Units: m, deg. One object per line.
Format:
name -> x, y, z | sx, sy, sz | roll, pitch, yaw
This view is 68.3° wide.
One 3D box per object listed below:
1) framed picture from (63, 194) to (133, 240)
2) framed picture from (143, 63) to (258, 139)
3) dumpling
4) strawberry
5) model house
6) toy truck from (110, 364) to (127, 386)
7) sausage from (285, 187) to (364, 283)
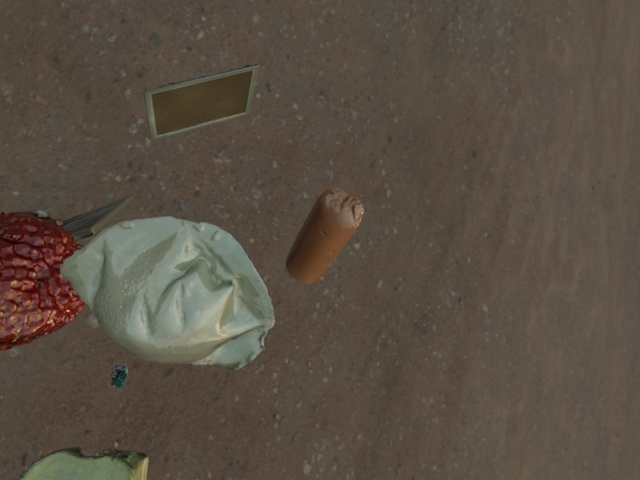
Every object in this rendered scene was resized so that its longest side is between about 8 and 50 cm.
framed picture -> -0.769, -0.034, 1.449 | 0.247, 0.335, 0.022 | -77, 146, -61
framed picture -> -0.288, -0.336, 1.147 | 0.274, 0.217, 0.017 | -21, 79, -22
dumpling -> -0.136, 0.046, 0.455 | 0.181, 0.111, 0.155 | 27, 111, -42
strawberry -> -0.631, 0.096, 0.933 | 0.343, 0.292, 0.292 | -79, 150, -66
model house -> -0.652, 0.689, 1.337 | 0.321, 0.266, 0.261 | 7, 83, -5
toy truck -> -0.639, 0.430, 1.502 | 0.044, 0.083, 0.039 | 6, 109, -9
sausage -> -0.001, -0.001, 0.887 | 0.086, 0.289, 0.086 | 8, 61, -15
